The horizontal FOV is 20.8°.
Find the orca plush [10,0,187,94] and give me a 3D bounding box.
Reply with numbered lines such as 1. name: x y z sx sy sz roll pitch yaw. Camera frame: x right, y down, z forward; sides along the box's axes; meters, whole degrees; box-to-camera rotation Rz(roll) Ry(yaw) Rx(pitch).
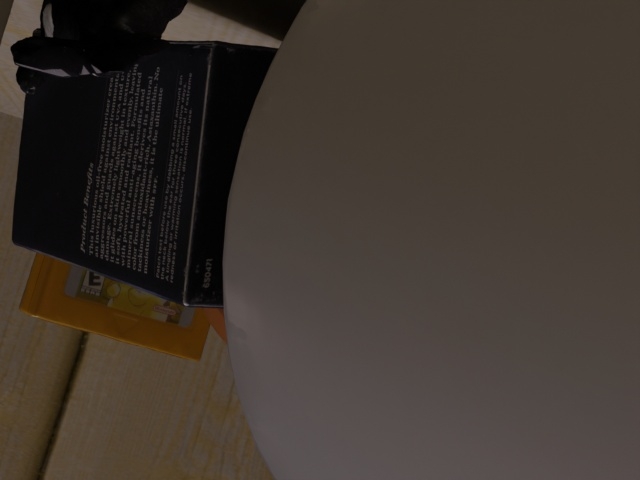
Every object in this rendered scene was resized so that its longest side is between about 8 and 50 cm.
1. orca plush: -0.154 -0.163 1.084 0.102 0.151 0.287 58 -164 -15

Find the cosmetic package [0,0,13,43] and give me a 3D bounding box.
1. cosmetic package: -0.382 -0.213 1.270 0.153 0.129 0.296 13 176 44

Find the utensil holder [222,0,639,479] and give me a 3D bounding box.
1. utensil holder: 0.194 0.030 0.544 0.327 0.328 0.385 19 179 -39

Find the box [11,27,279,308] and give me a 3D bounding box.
1. box: -0.033 -0.051 1.296 0.296 0.183 0.294 4 -174 -32

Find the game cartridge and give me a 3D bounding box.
1. game cartridge: -0.243 -0.017 2.442 0.285 0.324 0.052 18 180 -34

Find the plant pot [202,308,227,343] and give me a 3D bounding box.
1. plant pot: 0.000 0.000 2.067 0.290 0.291 0.203 17 160 -3
